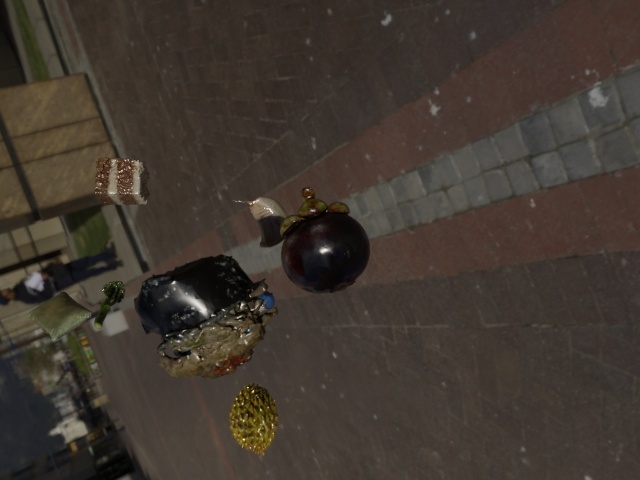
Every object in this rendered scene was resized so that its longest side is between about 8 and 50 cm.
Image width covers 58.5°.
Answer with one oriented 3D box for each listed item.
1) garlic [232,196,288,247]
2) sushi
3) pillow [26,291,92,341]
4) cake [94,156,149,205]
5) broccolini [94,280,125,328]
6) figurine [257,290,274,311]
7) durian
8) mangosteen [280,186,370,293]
[{"bbox_3d":[-0.172,-0.071,1.793,0.090,0.128,0.198,-99,-16,-54],"label":"garlic"},{"bbox_3d":[-0.220,0.157,1.102,0.238,0.225,0.218,-31,77,36],"label":"sushi"},{"bbox_3d":[-1.079,0.309,2.359,0.302,0.185,0.075,19,137,42],"label":"pillow"},{"bbox_3d":[-0.643,-0.190,1.866,0.134,0.147,0.135,94,176,-76],"label":"cake"},{"bbox_3d":[-0.595,0.188,1.598,0.216,0.067,0.058,-105,29,-61],"label":"broccolini"},{"bbox_3d":[-0.212,0.202,1.810,0.077,0.136,0.079,150,114,-72],"label":"figurine"},{"bbox_3d":[-0.197,0.541,1.732,0.165,0.182,0.132,27,168,13],"label":"durian"},{"bbox_3d":[0.000,0.000,1.224,0.230,0.194,0.194,66,155,13],"label":"mangosteen"}]
